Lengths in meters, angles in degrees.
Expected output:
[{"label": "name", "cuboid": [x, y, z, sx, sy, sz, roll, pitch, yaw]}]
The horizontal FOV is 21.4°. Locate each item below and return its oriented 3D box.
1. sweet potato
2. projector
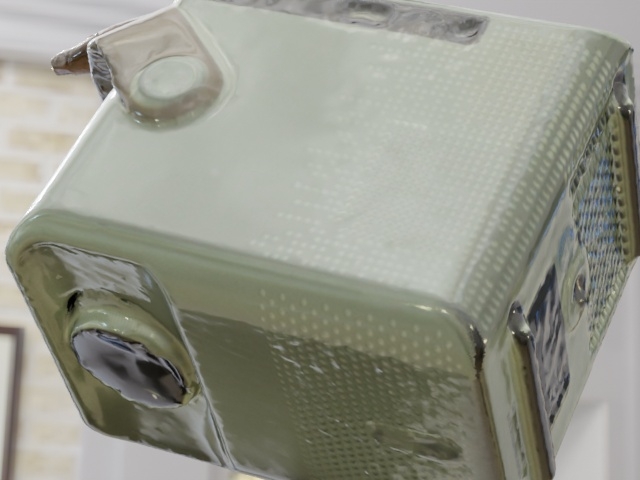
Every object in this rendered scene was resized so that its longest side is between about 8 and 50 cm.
[{"label": "sweet potato", "cuboid": [-0.138, -0.197, 1.611, 0.264, 0.057, 0.057, -11, -17, 25]}, {"label": "projector", "cuboid": [0.000, 0.000, 0.710, 0.242, 0.177, 0.163, 14, -38, 23]}]
